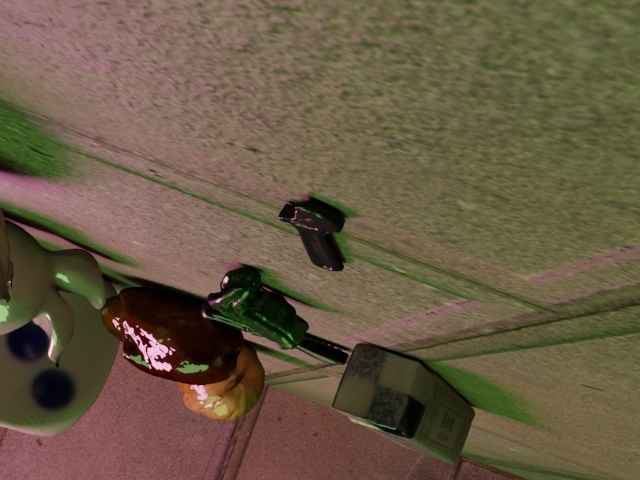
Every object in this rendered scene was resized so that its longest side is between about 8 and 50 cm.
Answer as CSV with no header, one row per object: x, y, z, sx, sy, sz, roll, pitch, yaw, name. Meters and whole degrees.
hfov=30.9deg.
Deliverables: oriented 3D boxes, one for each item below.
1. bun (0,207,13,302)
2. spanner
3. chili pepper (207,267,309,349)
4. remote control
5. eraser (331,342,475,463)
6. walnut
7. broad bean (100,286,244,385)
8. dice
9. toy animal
-0.405,-0.032,1.026,0.263,0.175,0.263,7,-149,-4,bun
0.000,0.000,0.832,0.046,0.012,0.208,17,170,8,spanner
-0.070,0.066,1.214,0.073,0.050,0.182,23,170,25,chili pepper
-0.063,0.128,1.580,0.212,0.028,0.059,21,169,-6,remote control
0.124,0.231,1.585,0.098,0.096,0.404,17,170,21,eraser
-0.184,0.248,2.114,0.159,0.159,0.206,23,169,-18,walnut
-0.216,0.137,1.664,0.228,0.122,0.156,12,171,21,broad bean
-0.515,0.138,1.815,0.304,0.277,0.304,26,171,-35,dice
-0.452,0.042,1.479,0.310,0.183,0.247,10,172,21,toy animal
